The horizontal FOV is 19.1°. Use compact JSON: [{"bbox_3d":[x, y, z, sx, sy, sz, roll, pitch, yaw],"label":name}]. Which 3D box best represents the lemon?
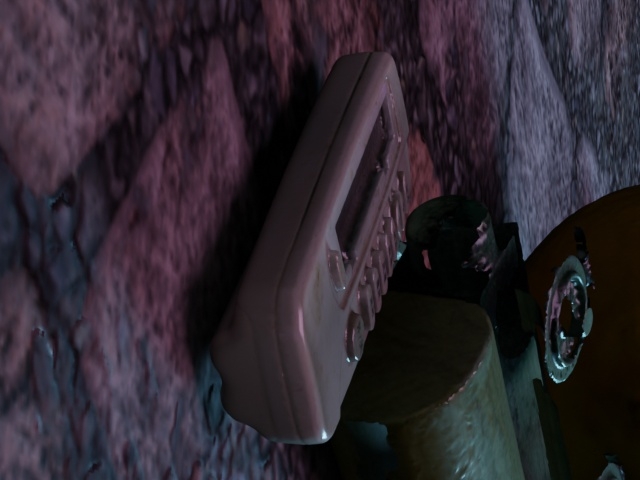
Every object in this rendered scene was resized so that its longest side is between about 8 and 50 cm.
[{"bbox_3d":[0.249,0.096,1.279,0.297,0.297,0.297,-1,90,-72],"label":"lemon"}]

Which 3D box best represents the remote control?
[{"bbox_3d":[0.001,0.000,0.871,0.230,0.049,0.090,-67,150,-56],"label":"remote control"}]

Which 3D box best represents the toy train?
[{"bbox_3d":[0.089,0.126,1.013,0.189,0.126,0.307,-71,154,-47],"label":"toy train"}]
